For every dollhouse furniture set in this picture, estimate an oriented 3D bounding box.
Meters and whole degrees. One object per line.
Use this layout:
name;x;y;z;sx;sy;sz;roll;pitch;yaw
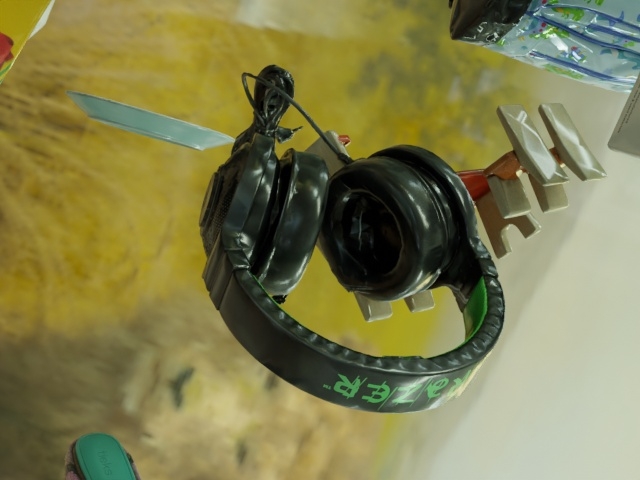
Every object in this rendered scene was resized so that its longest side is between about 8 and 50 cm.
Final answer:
dollhouse furniture set;0.101;-0.042;1.564;0.259;0.135;0.262;-8;155;-49

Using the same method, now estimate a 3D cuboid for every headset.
headset;0.000;0.000;1.362;0.394;0.243;0.185;-111;-146;-40

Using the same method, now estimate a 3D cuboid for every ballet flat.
ballet flat;-0.164;0.249;1.314;0.221;0.077;0.079;-128;-138;-51

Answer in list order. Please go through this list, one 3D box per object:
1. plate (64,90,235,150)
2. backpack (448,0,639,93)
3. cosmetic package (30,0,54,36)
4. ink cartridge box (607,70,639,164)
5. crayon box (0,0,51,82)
plate;-0.183;-0.123;1.693;0.188;0.188;0.024;17;89;-81
backpack;0.380;-0.333;2.083;0.273;0.355;0.290;-23;-135;50
cosmetic package;-0.337;-0.343;1.791;0.231;0.117;0.085;-56;-179;36
ink cartridge box;0.374;-0.074;1.381;0.203;0.148;0.086;26;-87;60
crayon box;-0.302;-0.210;1.255;0.318;0.081;0.202;-60;158;-3
